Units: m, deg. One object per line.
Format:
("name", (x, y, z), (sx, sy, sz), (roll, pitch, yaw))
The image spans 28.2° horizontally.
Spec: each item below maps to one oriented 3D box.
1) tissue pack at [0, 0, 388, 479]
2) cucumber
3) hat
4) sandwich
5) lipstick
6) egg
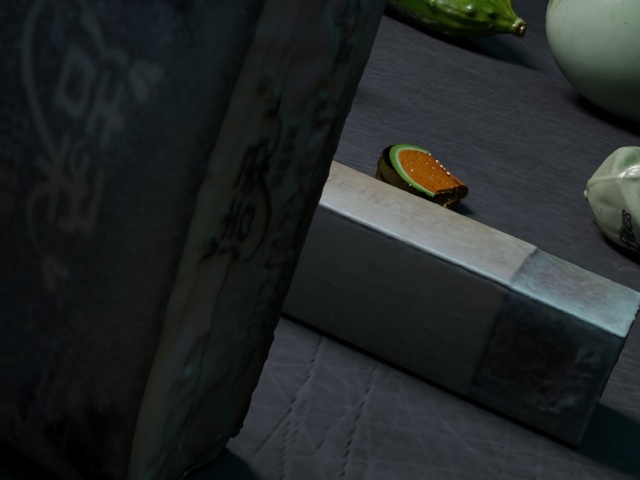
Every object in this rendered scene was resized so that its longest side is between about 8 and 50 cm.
("tissue pack", (-0.182, -0.096, 0.574), (0.394, 0.288, 0.124), (27, 23, 21))
("cucumber", (0.145, -0.306, 1.523), (0.244, 0.134, 0.134), (35, 28, 27))
("hat", (0.268, -0.013, 1.016), (0.122, 0.081, 0.166), (49, 18, -39))
("sandwich", (0.077, -0.045, 0.989), (0.069, 0.026, 0.101), (7, 28, -34))
("lipstick", (0.000, 0.000, 0.759), (0.371, 0.080, 0.076), (23, 24, 14))
("egg", (0.381, -0.224, 1.385), (0.282, 0.203, 0.203), (13, 23, -12))
